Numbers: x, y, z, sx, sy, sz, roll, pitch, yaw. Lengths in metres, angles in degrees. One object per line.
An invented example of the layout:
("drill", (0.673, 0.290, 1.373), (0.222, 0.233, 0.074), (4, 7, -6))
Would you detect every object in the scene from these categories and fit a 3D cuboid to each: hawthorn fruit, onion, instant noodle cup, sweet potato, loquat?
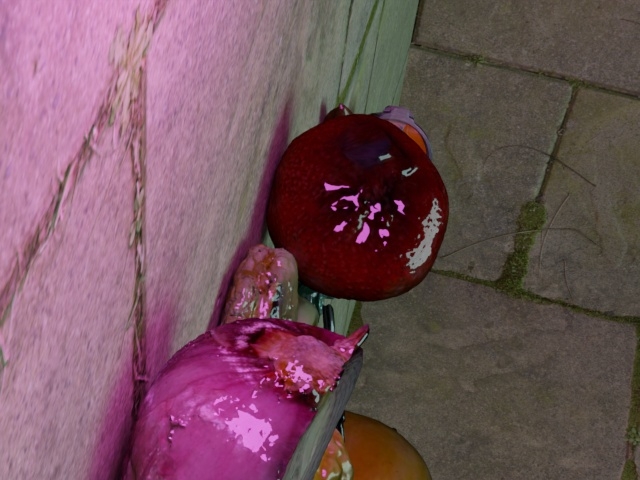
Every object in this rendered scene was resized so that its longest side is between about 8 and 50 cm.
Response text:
("hawthorn fruit", (0.023, -0.035, 1.631), (0.266, 0.210, 0.230), (-10, -91, 59))
("onion", (-0.096, 0.217, 1.149), (0.267, 0.159, 0.348), (-46, 159, -58))
("instant noodle cup", (0.118, -0.171, 2.504), (0.208, 0.178, 0.125), (-58, -166, 16))
("sweet potato", (0.029, -0.164, 2.076), (0.264, 0.057, 0.057), (92, 12, -74))
("loquat", (0.013, 0.439, 2.099), (0.359, 0.328, 0.328), (-57, 166, -30))

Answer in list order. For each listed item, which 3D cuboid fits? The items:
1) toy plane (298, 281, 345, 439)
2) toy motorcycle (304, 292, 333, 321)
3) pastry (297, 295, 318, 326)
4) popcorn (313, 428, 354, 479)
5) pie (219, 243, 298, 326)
("toy plane", (-0.039, 0.215, 1.847), (0.106, 0.155, 0.381), (62, 26, -82))
("toy motorcycle", (0.000, -0.001, 2.020), (0.296, 0.109, 0.198), (-60, 153, -67))
("pastry", (-0.059, 0.144, 1.727), (0.156, 0.092, 0.156), (11, 90, -84))
("popcorn", (-0.055, 0.324, 1.643), (0.233, 0.192, 0.266), (-66, 155, -2))
("pie", (-0.075, 0.124, 1.487), (0.201, 0.090, 0.247), (73, 27, -78))
